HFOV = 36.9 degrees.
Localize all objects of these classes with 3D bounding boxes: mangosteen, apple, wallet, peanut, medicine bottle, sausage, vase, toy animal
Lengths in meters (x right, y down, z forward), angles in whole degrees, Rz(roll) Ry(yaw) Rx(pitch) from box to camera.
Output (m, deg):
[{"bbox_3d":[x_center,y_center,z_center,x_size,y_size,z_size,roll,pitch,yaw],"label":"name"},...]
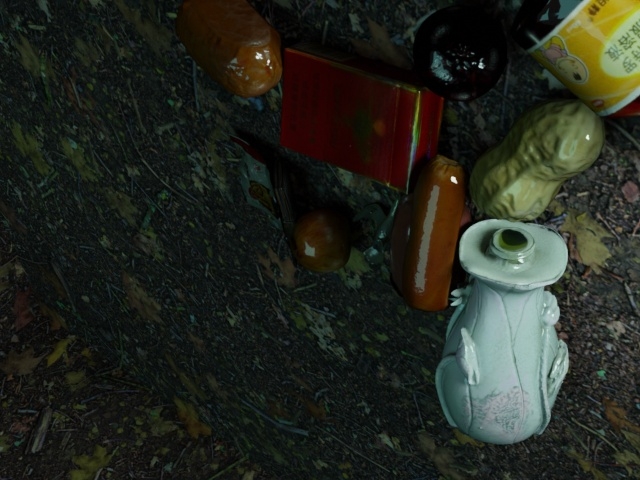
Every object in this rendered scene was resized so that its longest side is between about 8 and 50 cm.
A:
[{"bbox_3d":[0.217,-0.291,1.498,0.152,0.152,0.152,32,145,25],"label":"mangosteen"},{"bbox_3d":[0.000,0.000,2.072,0.146,0.146,0.146,32,145,25],"label":"apple"},{"bbox_3d":[-0.071,-0.061,2.138,0.042,0.124,0.230,-7,128,4],"label":"wallet"},{"bbox_3d":[0.340,-0.125,1.518,0.149,0.149,0.313,46,144,4],"label":"peanut"},{"bbox_3d":[0.450,-0.232,1.187,0.395,0.242,0.242,36,149,-3],"label":"medicine bottle"},{"bbox_3d":[-0.169,-0.379,1.834,0.268,0.153,0.141,48,156,29],"label":"sausage"},{"bbox_3d":[0.206,0.011,1.812,0.152,0.152,0.279,26,132,33],"label":"sausage"},{"bbox_3d":[0.340,0.171,1.771,0.250,0.250,0.445,27,138,32],"label":"vase"},{"bbox_3d":[0.138,-0.022,1.928,0.219,0.095,0.155,32,150,24],"label":"toy animal"},{"bbox_3d":[0.197,-0.002,1.669,0.089,0.083,0.300,3,114,-5],"label":"sausage"}]

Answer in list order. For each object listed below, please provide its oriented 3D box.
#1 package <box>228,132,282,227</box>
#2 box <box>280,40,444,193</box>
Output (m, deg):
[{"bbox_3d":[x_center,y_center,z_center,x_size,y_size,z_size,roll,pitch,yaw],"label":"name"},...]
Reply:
[{"bbox_3d":[-0.142,-0.134,2.202,0.154,0.030,0.239,37,153,35],"label":"package"},{"bbox_3d":[0.069,-0.228,1.743,0.313,0.089,0.197,25,123,35],"label":"box"}]
